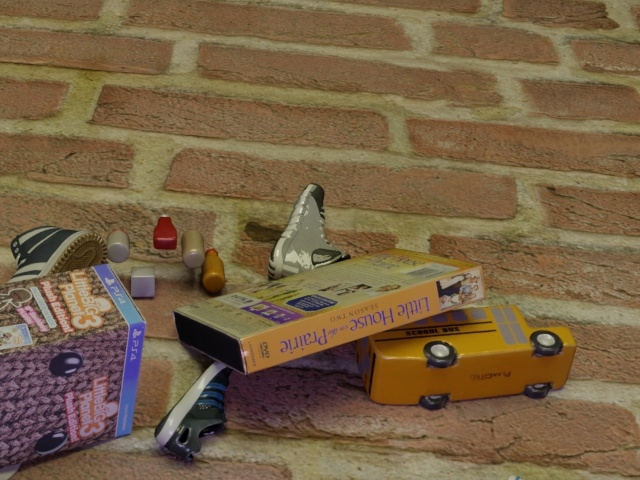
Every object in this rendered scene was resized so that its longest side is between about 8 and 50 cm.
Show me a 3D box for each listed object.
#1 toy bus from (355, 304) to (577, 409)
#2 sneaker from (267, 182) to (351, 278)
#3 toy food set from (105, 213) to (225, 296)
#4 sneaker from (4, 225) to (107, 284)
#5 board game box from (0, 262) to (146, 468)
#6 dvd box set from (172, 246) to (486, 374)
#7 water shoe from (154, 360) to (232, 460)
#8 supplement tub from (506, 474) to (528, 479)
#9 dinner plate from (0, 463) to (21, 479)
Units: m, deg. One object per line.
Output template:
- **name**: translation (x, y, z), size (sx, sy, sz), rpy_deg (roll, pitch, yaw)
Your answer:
- **toy bus**: translation (0.234, 0.183, 1.990), size (0.332, 0.108, 0.130), rpy_deg (-5, 38, -13)
- **sneaker**: translation (0.000, 0.000, 2.217), size (0.132, 0.086, 0.229), rpy_deg (19, 50, 7)
- **toy food set**: translation (-0.281, 0.022, 2.120), size (0.232, 0.111, 0.104), rpy_deg (-1, 27, -8)
- **sneaker**: translation (-0.490, 0.081, 2.025), size (0.153, 0.099, 0.282), rpy_deg (17, 54, 47)
- **board game box**: translation (-0.419, 0.187, 1.769), size (0.291, 0.232, 0.141), rpy_deg (-12, 43, -30)
- **dvd box set**: translation (0.008, 0.102, 1.976), size (0.420, 0.062, 0.307), rpy_deg (-16, 12, -24)
- **water shoe**: translation (-0.176, 0.258, 1.885), size (0.080, 0.073, 0.203), rpy_deg (41, 43, 0)
- **supplement tub**: translation (0.311, 0.386, 1.776), size (0.107, 0.071, 0.071), rpy_deg (20, 40, 15)
- **dinner plate**: translation (-0.504, 0.308, 1.801), size (0.141, 0.017, 0.141), rpy_deg (3, 38, -2)
